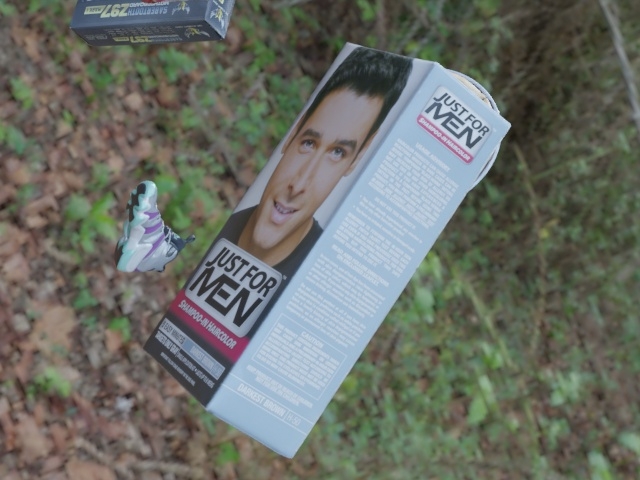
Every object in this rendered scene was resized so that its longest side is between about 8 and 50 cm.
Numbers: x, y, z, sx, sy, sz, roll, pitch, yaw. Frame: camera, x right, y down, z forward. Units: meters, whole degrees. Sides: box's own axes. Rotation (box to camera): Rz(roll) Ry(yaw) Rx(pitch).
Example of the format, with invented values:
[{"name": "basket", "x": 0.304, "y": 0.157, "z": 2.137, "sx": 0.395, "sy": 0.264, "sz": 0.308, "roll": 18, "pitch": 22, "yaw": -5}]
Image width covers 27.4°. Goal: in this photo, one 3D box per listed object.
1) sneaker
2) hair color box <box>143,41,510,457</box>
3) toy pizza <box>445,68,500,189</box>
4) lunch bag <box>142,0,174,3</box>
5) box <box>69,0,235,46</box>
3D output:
[{"name": "sneaker", "x": -0.146, "y": -0.011, "z": 1.213, "sx": 0.069, "sy": 0.098, "sz": 0.038, "roll": 8, "pitch": 37, "yaw": -22}, {"name": "hair color box", "x": 0.000, "y": 0.000, "z": 1.266, "sx": 0.114, "sy": 0.374, "sz": 0.185, "roll": 36, "pitch": -4, "yaw": -29}, {"name": "toy pizza", "x": 0.114, "y": -0.127, "z": 1.567, "sx": 0.032, "sy": 0.201, "sz": 0.201, "roll": 61, "pitch": 16, "yaw": -59}, {"name": "lunch bag", "x": -0.133, "y": -0.400, "z": 1.433, "sx": 0.293, "sy": 0.120, "sz": 0.258, "roll": -178, "pitch": -97, "yaw": -67}, {"name": "box", "x": -0.220, "y": -0.363, "z": 1.815, "sx": 0.059, "sy": 0.233, "sz": 0.183, "roll": 41, "pitch": 56, "yaw": -54}]
